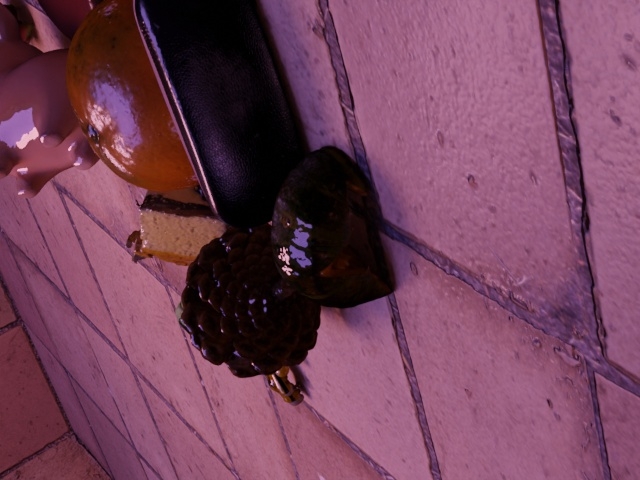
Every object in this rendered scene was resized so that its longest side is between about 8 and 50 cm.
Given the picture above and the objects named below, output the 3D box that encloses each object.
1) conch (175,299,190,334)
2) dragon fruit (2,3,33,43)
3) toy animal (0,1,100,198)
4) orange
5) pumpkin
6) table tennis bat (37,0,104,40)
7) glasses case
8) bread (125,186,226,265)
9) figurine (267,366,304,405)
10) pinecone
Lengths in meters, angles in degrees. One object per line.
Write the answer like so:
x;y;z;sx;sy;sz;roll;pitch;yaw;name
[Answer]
-0.156;0.139;1.961;0.106;0.079;0.170;46;171;47;conch
-0.562;-0.319;2.085;0.135;0.236;0.137;21;116;10;dragon fruit
-0.427;-0.197;1.891;0.326;0.269;0.237;-15;138;26;toy animal
-0.201;-0.169;1.492;0.240;0.171;0.240;49;156;30;orange
0.000;0.000;1.363;0.119;0.108;0.183;37;149;56;pumpkin
-0.359;-0.397;1.728;0.268;0.051;0.415;61;161;-7;table tennis bat
-0.103;-0.156;1.355;0.075;0.122;0.314;37;151;59;glasses case
-0.188;-0.031;1.811;0.152;0.127;0.147;20;147;7;bread
-0.073;0.175;1.827;0.101;0.068;0.143;53;176;36;figurine
-0.081;0.077;1.556;0.212;0.169;0.185;95;-175;-78;pinecone
